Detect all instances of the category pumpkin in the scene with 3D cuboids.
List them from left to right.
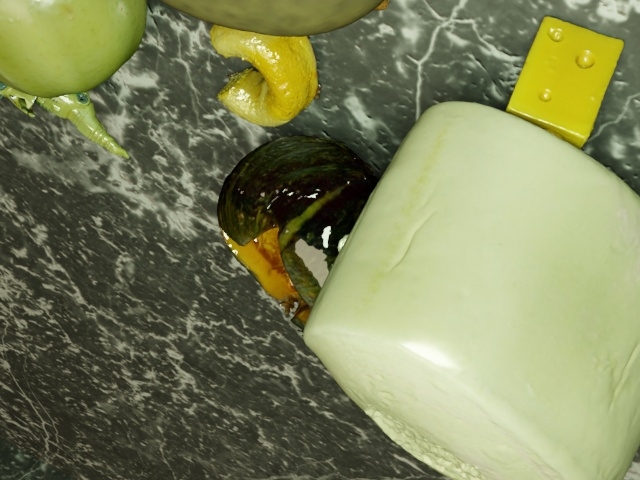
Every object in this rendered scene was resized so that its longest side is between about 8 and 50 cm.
[{"bbox_3d":[0.000,0.000,1.177,0.320,0.192,0.320,41,160,18],"label":"pumpkin"}]

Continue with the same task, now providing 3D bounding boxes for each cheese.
[{"bbox_3d":[0.261,-0.145,0.993,0.093,0.126,0.171,21,162,11],"label":"cheese"}]

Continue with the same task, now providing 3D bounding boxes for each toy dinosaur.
[{"bbox_3d":[-0.380,-0.221,1.295,0.259,0.153,0.094,34,144,-14],"label":"toy dinosaur"}]

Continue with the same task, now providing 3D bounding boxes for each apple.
[{"bbox_3d":[-0.355,-0.316,1.113,0.279,0.279,0.279,19,138,17],"label":"apple"}]

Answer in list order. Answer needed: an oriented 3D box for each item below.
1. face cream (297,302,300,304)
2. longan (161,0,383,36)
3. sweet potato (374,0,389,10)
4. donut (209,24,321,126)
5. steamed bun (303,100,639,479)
[{"bbox_3d":[0.057,0.150,1.411,0.092,0.092,0.311,-22,115,45],"label":"face cream"},{"bbox_3d":[-0.072,-0.348,0.842,0.350,0.288,0.288,31,141,-9],"label":"longan"},{"bbox_3d":[-0.066,-0.336,1.020,0.314,0.066,0.072,29,121,8],"label":"sweet potato"},{"bbox_3d":[-0.074,-0.221,1.134,0.146,0.078,0.181,25,142,14],"label":"donut"},{"bbox_3d":[0.236,0.092,0.991,0.456,0.371,0.290,41,162,-32],"label":"steamed bun"}]
